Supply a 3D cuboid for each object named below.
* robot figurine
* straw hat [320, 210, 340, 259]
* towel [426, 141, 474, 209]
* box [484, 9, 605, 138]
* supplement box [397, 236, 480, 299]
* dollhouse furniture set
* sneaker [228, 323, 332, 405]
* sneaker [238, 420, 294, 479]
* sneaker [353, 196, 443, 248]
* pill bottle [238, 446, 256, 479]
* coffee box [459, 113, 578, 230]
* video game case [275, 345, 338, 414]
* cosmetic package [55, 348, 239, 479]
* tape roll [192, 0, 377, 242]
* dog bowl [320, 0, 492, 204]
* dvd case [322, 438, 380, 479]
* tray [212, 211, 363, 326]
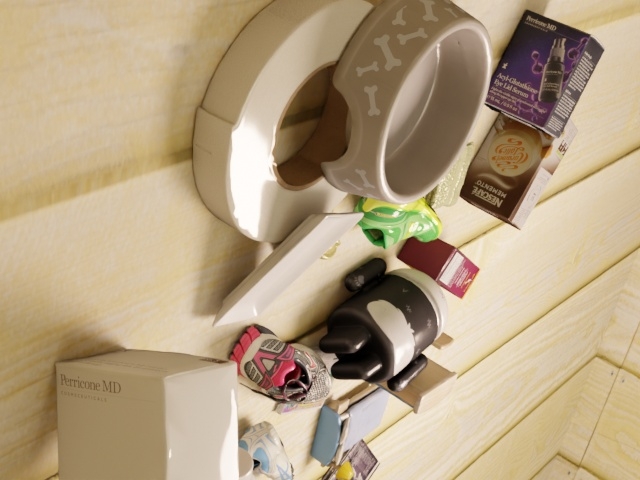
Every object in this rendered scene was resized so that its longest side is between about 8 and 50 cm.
[{"bbox_3d":[0.124,0.166,1.965,0.278,0.173,0.209,-34,145,-39],"label":"robot figurine"},{"bbox_3d":[0.000,0.000,1.700,0.144,0.061,0.144,-46,158,-24],"label":"straw hat"},{"bbox_3d":[0.264,-0.132,2.056,0.110,0.027,0.148,-13,127,-52],"label":"towel"},{"bbox_3d":[0.444,-0.331,2.027,0.108,0.153,0.207,11,105,-59],"label":"box"},{"bbox_3d":[0.249,0.048,2.118,0.081,0.104,0.188,-59,151,-1],"label":"supplement box"},{"bbox_3d":[0.162,0.362,2.175,0.286,0.198,0.303,-22,134,-48],"label":"dollhouse furniture set"},{"bbox_3d":[-0.053,0.248,1.811,0.121,0.112,0.299,-58,150,-2],"label":"sneaker"},{"bbox_3d":[-0.106,0.413,1.935,0.086,0.085,0.237,-26,148,-5],"label":"sneaker"},{"bbox_3d":[0.135,-0.047,1.880,0.123,0.109,0.295,-40,156,12],"label":"sneaker"},{"bbox_3d":[-0.172,0.464,1.829,0.112,0.112,0.187,-27,138,-44],"label":"pill bottle"},{"bbox_3d":[0.415,-0.166,2.144,0.246,0.141,0.098,-61,152,1],"label":"coffee box"},{"bbox_3d":[-0.015,0.272,1.999,0.157,0.019,0.143,6,112,-60],"label":"video game case"},{"bbox_3d":[-0.234,0.349,1.385,0.156,0.217,0.385,-8,95,-55],"label":"cosmetic package"},{"bbox_3d":[-0.028,-0.182,1.505,0.392,0.072,0.392,-39,146,-33],"label":"tape roll"},{"bbox_3d":[0.144,-0.212,1.572,0.349,0.102,0.349,-41,146,-35],"label":"dog bowl"},{"bbox_3d":[0.066,0.555,2.387,0.164,0.018,0.221,-53,150,-15],"label":"dvd case"},{"bbox_3d":[-0.057,0.038,1.608,0.270,0.030,0.145,-44,163,22],"label":"tray"}]
